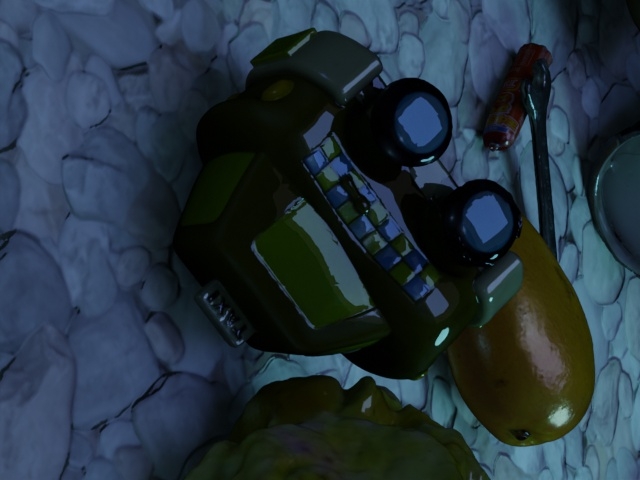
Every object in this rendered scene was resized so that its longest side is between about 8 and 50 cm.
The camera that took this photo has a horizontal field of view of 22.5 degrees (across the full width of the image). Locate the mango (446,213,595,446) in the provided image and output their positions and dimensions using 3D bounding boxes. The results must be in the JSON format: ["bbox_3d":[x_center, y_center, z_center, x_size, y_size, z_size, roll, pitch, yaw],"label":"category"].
[{"bbox_3d":[0.163,0.067,1.380,0.145,0.112,0.219,-11,82,-52],"label":"mango"}]

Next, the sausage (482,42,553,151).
[{"bbox_3d":[0.177,-0.127,1.475,0.034,0.034,0.129,54,48,-33],"label":"sausage"}]

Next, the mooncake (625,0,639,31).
[{"bbox_3d":[0.397,-0.411,1.574,0.467,0.262,0.467,24,55,-40],"label":"mooncake"}]

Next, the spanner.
[{"bbox_3d":[0.206,-0.040,1.484,0.054,0.015,0.254,-30,118,-52],"label":"spanner"}]

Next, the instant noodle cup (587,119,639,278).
[{"bbox_3d":[0.396,-0.065,1.616,0.207,0.217,0.217,-27,107,-42],"label":"instant noodle cup"}]

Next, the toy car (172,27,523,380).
[{"bbox_3d":[0.000,0.000,1.129,0.198,0.204,0.248,-43,107,-20],"label":"toy car"}]

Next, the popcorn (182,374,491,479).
[{"bbox_3d":[0.017,0.217,1.099,0.259,0.259,0.212,-18,124,-51],"label":"popcorn"}]
